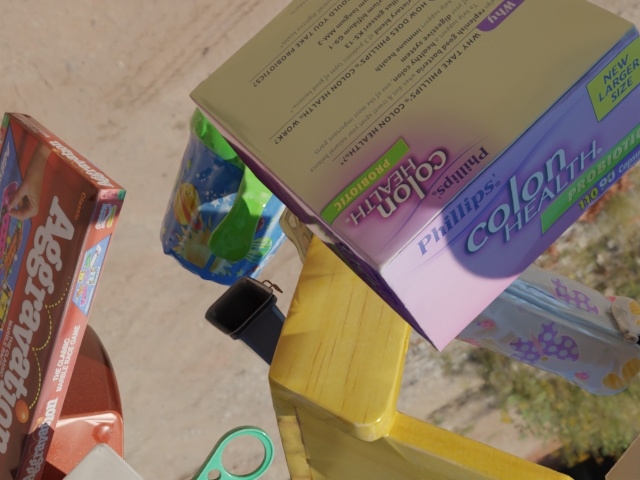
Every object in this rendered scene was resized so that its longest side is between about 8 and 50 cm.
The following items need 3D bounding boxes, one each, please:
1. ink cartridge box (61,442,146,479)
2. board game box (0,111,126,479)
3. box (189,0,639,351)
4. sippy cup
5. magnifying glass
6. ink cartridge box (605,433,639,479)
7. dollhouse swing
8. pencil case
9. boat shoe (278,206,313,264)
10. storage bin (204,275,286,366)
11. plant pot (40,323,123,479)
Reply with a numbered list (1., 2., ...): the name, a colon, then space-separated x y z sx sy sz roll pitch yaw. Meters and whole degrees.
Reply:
1. ink cartridge box: -0.144 0.340 0.746 0.207 0.119 0.353 -46 144 -19
2. board game box: -0.240 0.056 0.742 0.027 0.145 0.281 -2 119 -50
3. box: 0.067 -0.088 0.657 0.213 0.243 0.117 -43 139 -4
4. sippy cup: -0.130 -0.059 1.425 0.224 0.240 0.305 -62 157 14
5. magnifying glass: -0.177 0.376 1.476 0.231 0.092 0.026 -31 -162 -7
6. ink cartridge box: 0.422 0.165 0.839 0.201 0.117 0.278 4 127 -31
7. dollhouse swing: 0.132 0.193 0.961 0.304 0.315 0.347 5 136 14
8. pencil case: 0.213 0.075 0.986 0.273 0.114 0.124 21 -179 -14
9. boat shoe: 0.001 0.000 1.141 0.056 0.153 0.048 -2 130 -35
10. storage bin: -0.080 0.111 1.257 0.098 0.091 0.135 -45 -157 -11
11. plant pot: -0.331 0.245 0.972 0.267 0.267 0.235 -2 -174 -31
